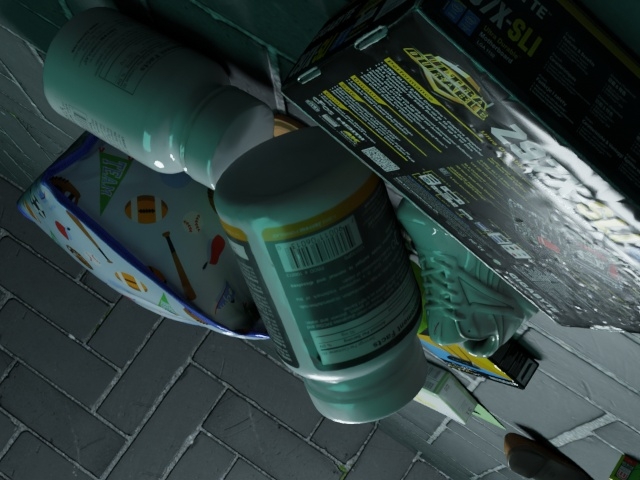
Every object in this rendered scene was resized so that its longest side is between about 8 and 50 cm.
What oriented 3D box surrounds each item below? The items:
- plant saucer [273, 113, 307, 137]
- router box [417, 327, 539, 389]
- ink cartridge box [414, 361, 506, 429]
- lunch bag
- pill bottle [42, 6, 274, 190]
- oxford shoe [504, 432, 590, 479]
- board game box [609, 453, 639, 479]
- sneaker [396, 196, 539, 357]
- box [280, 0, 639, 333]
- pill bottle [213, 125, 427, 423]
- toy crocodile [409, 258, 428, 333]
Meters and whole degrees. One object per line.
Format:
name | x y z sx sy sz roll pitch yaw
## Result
plant saucer | -0.022 -0.106 1.045 0.083 0.013 0.083 33 167 9
router box | 0.191 0.134 1.300 0.133 0.046 0.179 40 167 -20
ink cartridge box | 0.221 0.291 1.788 0.171 0.056 0.235 20 158 48
lunch bag | -0.213 -0.010 1.398 0.385 0.239 0.328 46 164 -13
pill bottle | -0.167 -0.144 1.007 0.229 0.131 0.131 30 166 23
oxford shoe | 0.412 0.405 1.723 0.212 0.076 0.076 38 -163 -21
board game box | 0.513 0.384 1.390 0.181 0.043 0.092 27 165 32
sneaker | 0.138 0.045 0.948 0.090 0.115 0.232 19 160 50
box | 0.146 -0.052 0.668 0.322 0.079 0.257 38 165 -14
pill bottle | 0.011 0.039 0.968 0.162 0.162 0.279 21 139 48
toy crocodile | 0.000 0.000 1.167 0.340 0.105 0.115 30 167 22
